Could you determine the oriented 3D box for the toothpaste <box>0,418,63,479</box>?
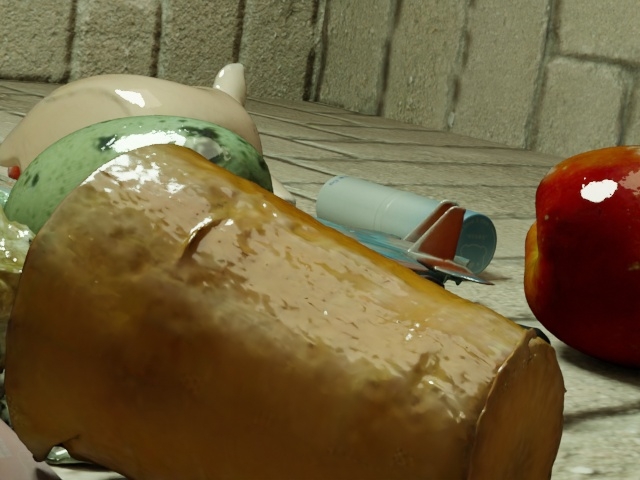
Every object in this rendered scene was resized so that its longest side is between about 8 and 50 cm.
[{"bbox_3d":[-0.216,0.107,0.854,0.067,0.043,0.194,7,14,-40],"label":"toothpaste"}]

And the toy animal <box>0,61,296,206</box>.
[{"bbox_3d":[-0.187,-0.082,1.600,0.213,0.195,0.256,-31,-16,28],"label":"toy animal"}]

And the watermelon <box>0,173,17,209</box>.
[{"bbox_3d":[-0.293,-0.017,1.411,0.154,0.094,0.241,13,5,-16],"label":"watermelon"}]

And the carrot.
[{"bbox_3d":[-0.014,0.074,0.769,0.254,0.196,0.196,21,14,28],"label":"carrot"}]

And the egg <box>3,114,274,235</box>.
[{"bbox_3d":[-0.134,-0.009,1.087,0.228,0.177,0.177,-29,-7,24],"label":"egg"}]

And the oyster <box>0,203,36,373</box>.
[{"bbox_3d":[-0.250,0.032,1.001,0.107,0.161,0.232,29,-12,-40],"label":"oyster"}]

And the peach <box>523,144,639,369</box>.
[{"bbox_3d":[0.300,0.018,1.316,0.243,0.199,0.243,13,-3,1],"label":"peach"}]

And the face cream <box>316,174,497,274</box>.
[{"bbox_3d":[0.097,-0.020,1.723,0.077,0.077,0.250,1,11,-37],"label":"face cream"}]

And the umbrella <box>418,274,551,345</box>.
[{"bbox_3d":[0.029,0.060,1.167,0.326,0.090,0.094,13,-11,28],"label":"umbrella"}]

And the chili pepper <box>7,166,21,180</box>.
[{"bbox_3d":[-0.327,-0.078,1.753,0.073,0.070,0.123,-21,28,-36],"label":"chili pepper"}]

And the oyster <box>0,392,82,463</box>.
[{"bbox_3d":[-0.098,0.093,0.966,0.252,0.087,0.199,-7,13,-15],"label":"oyster"}]

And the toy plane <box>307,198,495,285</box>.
[{"bbox_3d":[-0.001,0.007,1.423,0.326,0.104,0.223,3,9,-5],"label":"toy plane"}]
